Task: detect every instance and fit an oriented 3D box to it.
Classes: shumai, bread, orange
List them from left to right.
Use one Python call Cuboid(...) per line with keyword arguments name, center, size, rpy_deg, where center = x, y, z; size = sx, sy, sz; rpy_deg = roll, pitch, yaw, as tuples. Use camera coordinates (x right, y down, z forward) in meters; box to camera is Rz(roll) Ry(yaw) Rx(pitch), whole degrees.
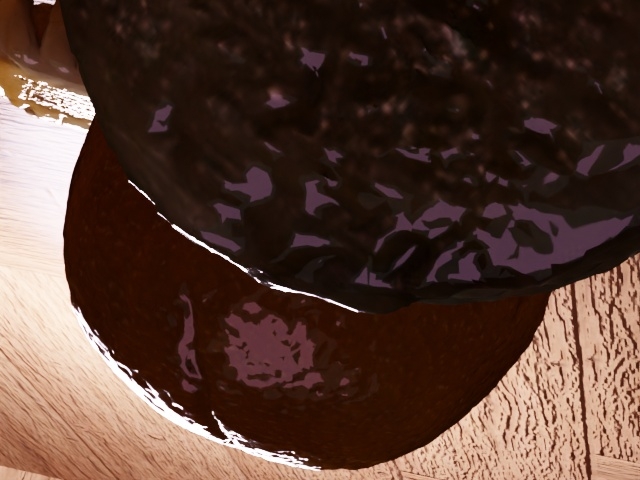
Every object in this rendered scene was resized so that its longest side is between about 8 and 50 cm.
Cuboid(name="bread", center=(-0.166, -0.130, 1.332), size=(0.177, 0.084, 0.119), rpy_deg=(15, 158, 4))
Cuboid(name="orange", center=(0.000, 0.000, 1.233), size=(0.322, 0.322, 0.357), rpy_deg=(7, 163, 23))
Cuboid(name="shumai", center=(0.103, -0.151, 0.826), size=(0.324, 0.397, 0.323), rpy_deg=(47, -166, 13))
